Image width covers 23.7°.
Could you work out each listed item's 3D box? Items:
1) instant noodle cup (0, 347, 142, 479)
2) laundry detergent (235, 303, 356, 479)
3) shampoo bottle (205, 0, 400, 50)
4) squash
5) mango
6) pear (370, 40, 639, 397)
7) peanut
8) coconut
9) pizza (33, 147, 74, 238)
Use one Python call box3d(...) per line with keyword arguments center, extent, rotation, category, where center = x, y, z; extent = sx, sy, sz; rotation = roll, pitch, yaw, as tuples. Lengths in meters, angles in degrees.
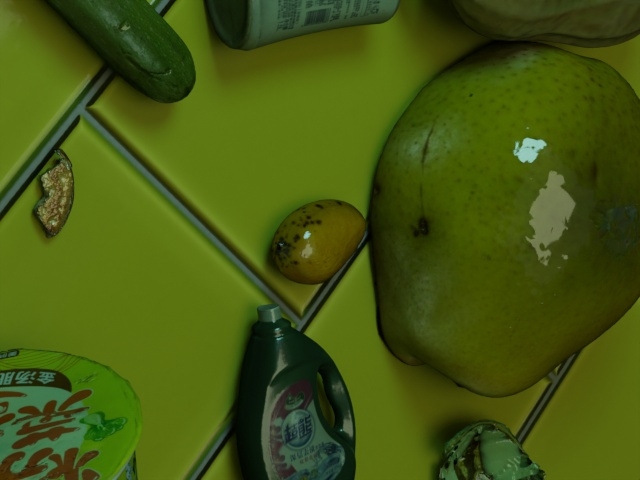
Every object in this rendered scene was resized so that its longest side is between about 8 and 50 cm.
box3d(center=(-0.270, 0.259, 1.248), extent=(0.311, 0.311, 0.222), rotation=(-26, 120, -30), category="instant noodle cup")
box3d(center=(-0.027, 0.164, 1.528), extent=(0.137, 0.063, 0.211), rotation=(-16, 103, -35), category="laundry detergent")
box3d(center=(0.005, -0.259, 1.482), extent=(0.234, 0.087, 0.118), rotation=(-16, 105, -33), category="shampoo bottle")
box3d(center=(-0.195, -0.210, 1.358), extent=(0.239, 0.069, 0.069), rotation=(46, 70, -31), category="squash")
box3d(center=(0.000, 0.000, 1.529), extent=(0.114, 0.057, 0.079), rotation=(-27, 103, -33), category="mango")
box3d(center=(0.235, -0.020, 1.609), extent=(0.340, 0.191, 0.387), rotation=(21, 83, -35), category="pear")
box3d(center=(0.242, -0.279, 1.595), extent=(0.340, 0.174, 0.158), rotation=(-7, 114, -31), category="peanut")
box3d(center=(0.184, 0.268, 1.690), extent=(0.133, 0.055, 0.158), rotation=(-8, 102, -35), category="coconut")
box3d(center=(-0.241, -0.043, 1.380), extent=(0.037, 0.016, 0.083), rotation=(3, 98, -36), category="pizza")
